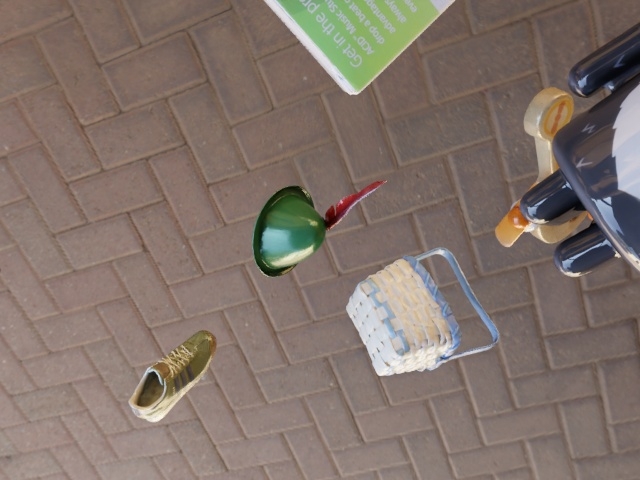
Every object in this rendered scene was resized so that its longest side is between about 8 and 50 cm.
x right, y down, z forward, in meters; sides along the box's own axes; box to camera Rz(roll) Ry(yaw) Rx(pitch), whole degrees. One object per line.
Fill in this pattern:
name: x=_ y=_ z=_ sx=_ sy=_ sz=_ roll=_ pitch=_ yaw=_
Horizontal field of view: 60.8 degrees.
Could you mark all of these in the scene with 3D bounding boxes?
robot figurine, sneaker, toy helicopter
robot figurine: x=0.316 y=-0.072 z=0.461 sx=0.278 sy=0.173 sz=0.209 roll=-37 pitch=109 yaw=30
sneaker: x=-0.268 y=0.239 z=0.984 sx=0.064 sy=0.086 sz=0.192 roll=32 pitch=76 yaw=25
toy helicopter: x=0.412 y=-0.117 z=0.984 sx=0.235 sy=0.140 sz=0.355 roll=-38 pitch=135 yaw=-2

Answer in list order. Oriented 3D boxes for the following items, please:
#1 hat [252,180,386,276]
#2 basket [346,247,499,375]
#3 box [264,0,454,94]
hat: x=0.000 y=0.000 z=0.967 sx=0.184 sy=0.173 sz=0.208 roll=21 pitch=138 yaw=33
basket: x=0.219 y=0.150 z=1.191 sx=0.289 sy=0.254 sz=0.201 roll=-15 pitch=151 yaw=-19
box: x=0.056 y=-0.280 z=0.306 sx=0.322 sy=0.058 sz=0.232 roll=-43 pitch=108 yaw=8
